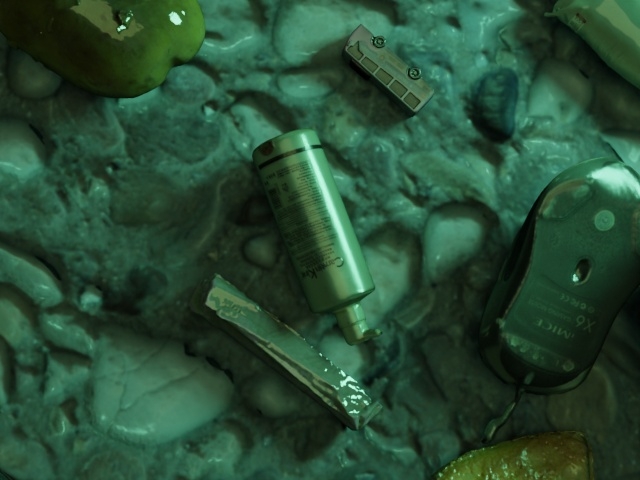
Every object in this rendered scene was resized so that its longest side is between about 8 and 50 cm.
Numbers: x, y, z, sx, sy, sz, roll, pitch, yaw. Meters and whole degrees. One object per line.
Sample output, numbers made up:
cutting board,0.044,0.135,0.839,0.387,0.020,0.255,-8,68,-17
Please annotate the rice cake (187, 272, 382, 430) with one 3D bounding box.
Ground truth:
rice cake,-0.044,0.135,1.063,0.270,0.049,0.055,36,59,-1

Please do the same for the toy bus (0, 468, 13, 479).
toy bus,-0.375,0.303,0.994,0.195,0.081,0.089,42,90,0

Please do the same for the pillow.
pillow,0.428,-0.269,1.148,0.254,0.078,0.144,41,81,1

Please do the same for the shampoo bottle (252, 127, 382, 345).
shampoo bottle,0.000,0.000,1.067,0.085,0.085,0.263,-20,86,-8

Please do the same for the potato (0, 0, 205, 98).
potato,-0.282,-0.288,1.049,0.296,0.141,0.192,31,78,1

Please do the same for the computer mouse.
computer mouse,0.280,0.076,1.089,0.167,0.090,0.379,27,93,-7

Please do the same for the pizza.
pizza,0.235,0.327,1.056,0.204,0.081,0.188,-3,60,-3

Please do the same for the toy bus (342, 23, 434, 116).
toy bus,0.085,-0.215,1.128,0.130,0.037,0.052,41,85,-1

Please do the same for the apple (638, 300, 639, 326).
apple,0.495,0.081,1.042,0.241,0.242,0.242,42,81,3
